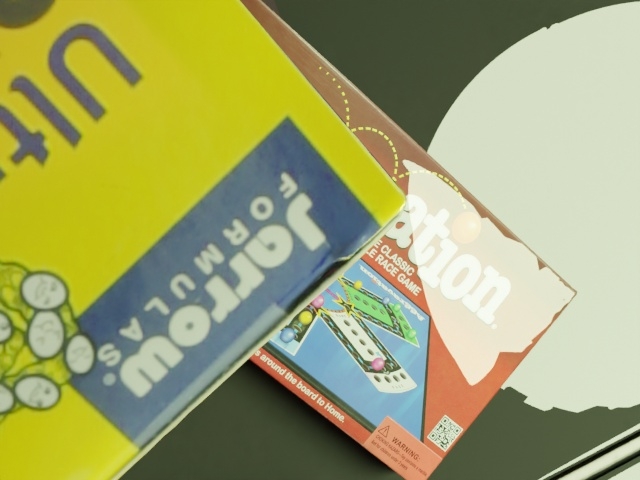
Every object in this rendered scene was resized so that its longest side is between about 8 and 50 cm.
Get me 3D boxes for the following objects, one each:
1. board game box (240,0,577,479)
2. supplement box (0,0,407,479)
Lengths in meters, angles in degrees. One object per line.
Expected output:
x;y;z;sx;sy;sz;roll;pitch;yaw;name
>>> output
0.000;0.000;0.811;0.281;0.027;0.145;40;87;-26;board game box
-0.158;-0.054;0.551;0.194;0.356;0.195;-44;116;-5;supplement box
